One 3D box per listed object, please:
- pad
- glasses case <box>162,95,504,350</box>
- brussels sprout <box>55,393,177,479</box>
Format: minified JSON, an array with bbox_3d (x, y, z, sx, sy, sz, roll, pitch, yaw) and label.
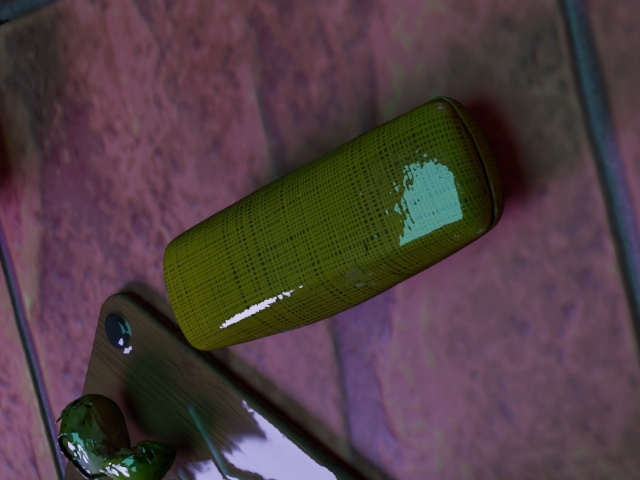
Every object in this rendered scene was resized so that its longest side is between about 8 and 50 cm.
[{"bbox_3d":[-0.073,0.214,0.867,0.286,0.018,0.284,36,125,30],"label":"pad"},{"bbox_3d":[0.000,0.000,0.701,0.234,0.064,0.079,-26,83,43],"label":"glasses case"},{"bbox_3d":[-0.131,0.133,0.851,0.083,0.046,0.051,29,127,33],"label":"brussels sprout"}]
